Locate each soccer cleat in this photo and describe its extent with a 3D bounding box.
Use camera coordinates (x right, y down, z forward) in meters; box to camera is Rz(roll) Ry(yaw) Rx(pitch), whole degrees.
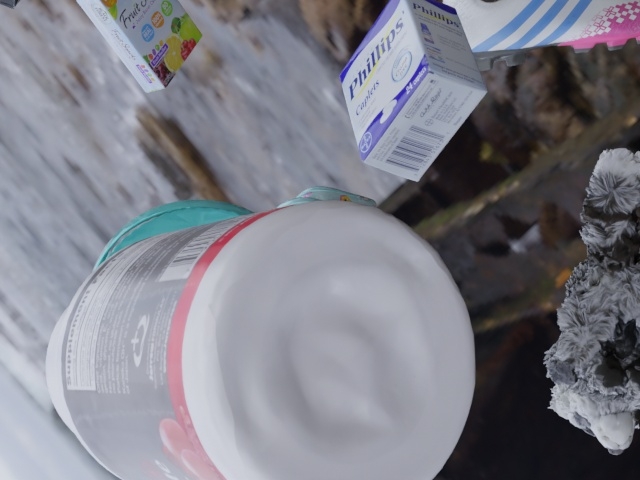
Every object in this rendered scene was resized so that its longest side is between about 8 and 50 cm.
[{"bbox_3d":[0.309,-0.310,1.661,0.116,0.331,0.143,-145,45,-66],"label":"soccer cleat"}]

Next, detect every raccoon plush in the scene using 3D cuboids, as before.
[{"bbox_3d":[0.484,0.111,2.074,0.216,0.446,0.299,14,166,9],"label":"raccoon plush"}]

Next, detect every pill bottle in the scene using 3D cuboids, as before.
[{"bbox_3d":[-0.062,0.077,0.822,0.176,0.176,0.318,52,154,-15],"label":"pill bottle"}]

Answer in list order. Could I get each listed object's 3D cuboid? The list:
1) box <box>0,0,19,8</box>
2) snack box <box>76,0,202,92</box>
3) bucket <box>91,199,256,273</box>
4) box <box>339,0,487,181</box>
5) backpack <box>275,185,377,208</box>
[{"bbox_3d":[-0.426,-0.389,1.532,0.184,0.045,0.190,24,133,-1],"label":"box"},{"bbox_3d":[-0.207,-0.257,1.507,0.037,0.100,0.141,-6,133,38],"label":"snack box"},{"bbox_3d":[-0.129,0.094,1.424,0.281,0.281,0.183,47,170,3],"label":"bucket"},{"bbox_3d":[0.087,-0.154,1.274,0.072,0.126,0.137,16,-141,-27],"label":"box"},{"bbox_3d":[0.000,0.000,2.030,0.166,0.188,0.144,-40,48,49],"label":"backpack"}]
